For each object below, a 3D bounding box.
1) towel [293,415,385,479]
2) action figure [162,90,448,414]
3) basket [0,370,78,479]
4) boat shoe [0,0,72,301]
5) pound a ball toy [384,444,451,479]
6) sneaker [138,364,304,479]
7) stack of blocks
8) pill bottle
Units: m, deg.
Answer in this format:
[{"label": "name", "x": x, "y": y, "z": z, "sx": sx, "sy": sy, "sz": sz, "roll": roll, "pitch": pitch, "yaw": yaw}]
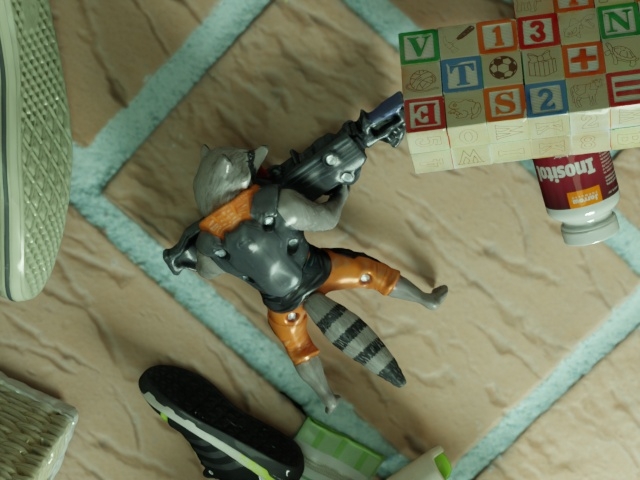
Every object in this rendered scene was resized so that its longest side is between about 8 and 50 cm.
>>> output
[{"label": "towel", "x": -0.004, "y": 0.302, "z": 1.952, "sx": 0.113, "sy": 0.023, "sz": 0.152, "roll": 27, "pitch": 107, "yaw": -5}, {"label": "action figure", "x": 0.000, "y": 0.000, "z": 1.785, "sx": 0.341, "sy": 0.178, "sz": 0.330, "roll": -42, "pitch": 109, "yaw": 17}, {"label": "basket", "x": -0.511, "y": 0.309, "z": 1.868, "sx": 0.331, "sy": 0.266, "sz": 0.328, "roll": 26, "pitch": 108, "yaw": -2}, {"label": "boat shoe", "x": -0.381, "y": -0.178, "z": 1.757, "sx": 0.156, "sy": 0.187, "sz": 0.500, "roll": -5, "pitch": 102, "yaw": 11}, {"label": "pound a ball toy", "x": 0.098, "y": 0.389, "z": 1.862, "sx": 0.319, "sy": 0.136, "sz": 0.208, "roll": -35, "pitch": 82, "yaw": 12}, {"label": "sneaker", "x": -0.130, "y": 0.246, "z": 1.912, "sx": 0.234, "sy": 0.084, "sz": 0.097, "roll": 35, "pitch": 119, "yaw": -1}, {"label": "stack of blocks", "x": 0.236, "y": -0.182, "z": 1.704, "sx": 0.297, "sy": 0.171, "sz": 0.087, "roll": -7, "pitch": 151, "yaw": 8}, {"label": "pill bottle", "x": 0.285, "y": -0.075, "z": 1.782, "sx": 0.086, "sy": 0.086, "sz": 0.152, "roll": -15, "pitch": 105, "yaw": 9}]
